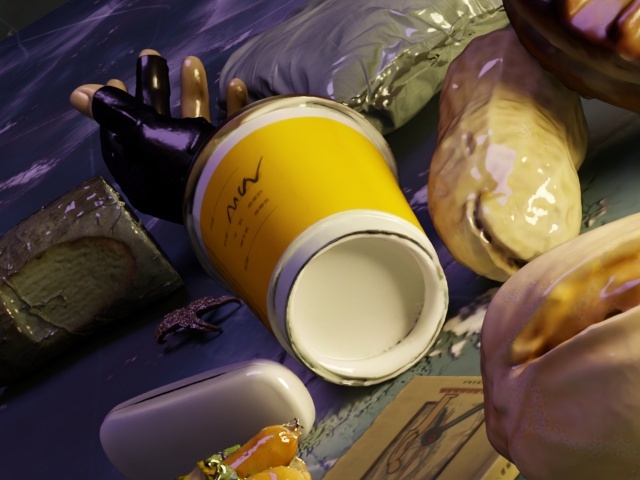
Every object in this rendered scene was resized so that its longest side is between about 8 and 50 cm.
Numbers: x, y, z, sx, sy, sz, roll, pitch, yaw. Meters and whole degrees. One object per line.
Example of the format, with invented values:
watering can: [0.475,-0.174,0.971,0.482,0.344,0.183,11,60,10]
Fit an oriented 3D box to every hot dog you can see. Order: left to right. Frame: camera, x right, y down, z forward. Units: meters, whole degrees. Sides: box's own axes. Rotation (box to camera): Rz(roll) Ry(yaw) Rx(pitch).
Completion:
hot dog: [-0.113,0.221,1.248,0.269,0.072,0.109,-37,22,-7]

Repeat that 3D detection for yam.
yam: [-0.267,0.038,1.830,0.254,0.154,0.154,-32,19,17]

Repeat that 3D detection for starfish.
starfish: [-0.118,0.074,1.679,0.091,0.028,0.078,-26,18,7]

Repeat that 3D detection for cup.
cup: [0.000,0.000,1.449,0.196,0.196,0.280,-34,26,-1]

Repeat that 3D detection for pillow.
pillow: [0.048,-0.200,1.918,0.283,0.138,0.310,-34,20,-23]

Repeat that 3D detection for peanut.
peanut: [0.153,-0.070,1.447,0.130,0.130,0.290,-24,27,25]

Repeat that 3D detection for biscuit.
biscuit: [0.277,-0.233,1.422,0.268,0.115,0.366,-37,52,-10]

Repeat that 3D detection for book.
book: [0.050,0.171,1.173,0.231,0.026,0.161,-45,22,-30]

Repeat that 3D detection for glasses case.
glasses case: [-0.091,0.145,1.387,0.197,0.076,0.049,-21,21,33]

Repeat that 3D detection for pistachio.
pistachio: [0.200,0.060,1.045,0.229,0.157,0.157,-28,19,-3]

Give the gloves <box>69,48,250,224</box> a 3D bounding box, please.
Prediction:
gloves: [-0.148,-0.100,1.829,0.152,0.197,0.301,-53,44,21]
